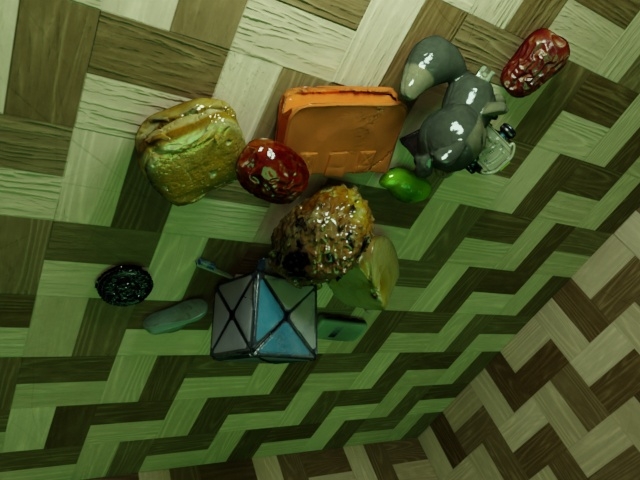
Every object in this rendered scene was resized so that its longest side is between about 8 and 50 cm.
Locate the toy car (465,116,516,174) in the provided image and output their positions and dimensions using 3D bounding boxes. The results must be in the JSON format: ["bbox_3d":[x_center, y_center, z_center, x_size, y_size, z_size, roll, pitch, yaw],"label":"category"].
[{"bbox_3d":[0.561,-0.349,1.927,0.204,0.248,0.198,-44,174,15],"label":"toy car"}]

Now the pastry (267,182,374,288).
[{"bbox_3d":[0.008,-0.002,1.867,0.405,0.337,0.292,-38,103,7],"label":"pastry"}]

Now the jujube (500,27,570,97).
[{"bbox_3d":[0.703,-0.584,1.803,0.155,0.155,0.230,15,132,-37],"label":"jujube"}]

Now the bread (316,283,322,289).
[{"bbox_3d":[-0.034,0.159,2.245,0.074,0.053,0.132,-19,139,-3],"label":"bread"}]

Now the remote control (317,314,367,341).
[{"bbox_3d":[0.087,0.412,2.562,0.296,0.056,0.140,12,128,-38],"label":"remote control"}]

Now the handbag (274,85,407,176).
[{"bbox_3d":[0.059,-0.339,1.744,0.410,0.116,0.304,-6,138,-21],"label":"handbag"}]

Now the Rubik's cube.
[{"bbox_3d":[-0.203,0.305,2.039,0.307,0.305,0.310,16,155,-37],"label":"Rubik's cube"}]

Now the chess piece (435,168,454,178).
[{"bbox_3d":[0.477,-0.276,2.076,0.083,0.038,0.084,-15,136,-15],"label":"chess piece"}]

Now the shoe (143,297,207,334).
[{"bbox_3d":[-0.546,0.303,2.092,0.251,0.103,0.100,-16,137,-5],"label":"shoe"}]

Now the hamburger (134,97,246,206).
[{"bbox_3d":[-0.363,-0.252,1.559,0.304,0.174,0.284,-21,142,-7],"label":"hamburger"}]

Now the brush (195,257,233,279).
[{"bbox_3d":[-0.387,0.105,2.022,0.178,0.033,0.030,28,101,-44],"label":"brush"}]

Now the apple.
[{"bbox_3d":[0.176,0.121,2.172,0.314,0.252,0.309,-28,127,-1],"label":"apple"}]

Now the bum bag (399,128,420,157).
[{"bbox_3d":[0.348,-0.328,1.865,0.109,0.159,0.026,-25,134,1],"label":"bum bag"}]

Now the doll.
[{"bbox_3d":[0.366,-0.387,1.689,0.382,0.378,0.252,-53,-177,-22],"label":"doll"}]

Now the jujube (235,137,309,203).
[{"bbox_3d":[-0.137,-0.197,1.581,0.174,0.174,0.250,-44,154,19],"label":"jujube"}]

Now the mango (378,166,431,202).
[{"bbox_3d":[0.306,-0.202,2.009,0.232,0.111,0.125,8,124,-32],"label":"mango"}]

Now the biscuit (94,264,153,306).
[{"bbox_3d":[-0.682,0.159,1.907,0.194,0.053,0.195,-14,136,-14],"label":"biscuit"}]

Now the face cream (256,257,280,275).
[{"bbox_3d":[-0.115,0.099,2.102,0.263,0.083,0.149,-3,158,-17],"label":"face cream"}]
